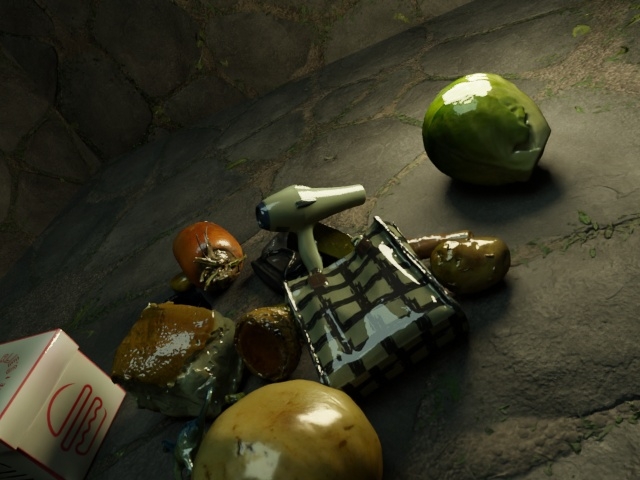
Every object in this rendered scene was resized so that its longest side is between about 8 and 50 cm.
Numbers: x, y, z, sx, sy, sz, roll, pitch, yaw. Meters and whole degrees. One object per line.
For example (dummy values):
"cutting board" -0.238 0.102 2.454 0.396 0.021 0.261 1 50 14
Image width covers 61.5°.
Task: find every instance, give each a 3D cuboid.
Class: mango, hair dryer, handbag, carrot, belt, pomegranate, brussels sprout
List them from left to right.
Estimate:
"belt" -0.437 0.238 1.659 0.198 0.078 0.151 -23 37 9
"mango" -0.476 0.144 1.848 0.114 0.057 0.079 -14 39 40
"carrot" -0.349 0.052 1.725 0.331 0.193 0.214 43 118 55
"pomegranate" -0.058 0.395 0.904 0.332 0.333 0.333 -22 33 15
"handbag" -0.076 0.046 1.615 0.244 0.088 0.275 -43 35 -10
"hair dryer" 0.017 -0.036 1.409 0.295 0.298 0.119 -36 2 -22
"handbag" 0.102 0.147 1.188 0.325 0.162 0.327 -33 50 1
"brussels sprout" 0.438 -0.286 1.445 0.281 0.289 0.354 -36 53 -28

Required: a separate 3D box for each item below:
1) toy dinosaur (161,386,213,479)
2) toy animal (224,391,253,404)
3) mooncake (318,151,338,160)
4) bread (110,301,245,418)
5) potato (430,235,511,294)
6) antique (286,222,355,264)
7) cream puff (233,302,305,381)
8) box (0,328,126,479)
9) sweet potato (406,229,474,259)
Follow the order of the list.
"toy dinosaur" -0.281 0.449 1.159 0.076 0.363 0.147 -8 59 -35
"toy animal" -0.157 0.398 1.223 0.136 0.073 0.181 -15 22 11
"mooncake" 0.020 -0.236 1.940 0.150 0.057 0.347 2 41 24
"bread" -0.339 0.305 1.347 0.278 0.225 0.250 -1 48 25
"potato" 0.336 0.054 1.213 0.175 0.137 0.137 0 39 8
"antique" 0.021 0.012 1.468 0.220 0.080 0.081 21 71 4
"cream puff" -0.097 0.233 1.326 0.183 0.184 0.169 -5 15 36
"box" -0.771 0.465 1.422 0.314 0.300 0.312 -16 35 23
"sweet potato" 0.196 0.043 1.362 0.385 0.109 0.109 -24 33 13
